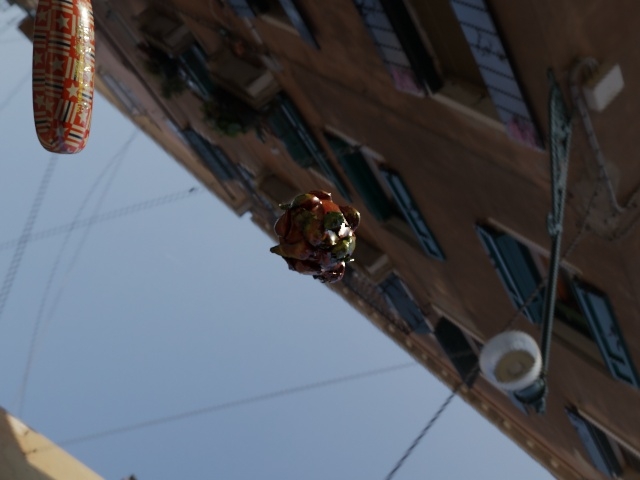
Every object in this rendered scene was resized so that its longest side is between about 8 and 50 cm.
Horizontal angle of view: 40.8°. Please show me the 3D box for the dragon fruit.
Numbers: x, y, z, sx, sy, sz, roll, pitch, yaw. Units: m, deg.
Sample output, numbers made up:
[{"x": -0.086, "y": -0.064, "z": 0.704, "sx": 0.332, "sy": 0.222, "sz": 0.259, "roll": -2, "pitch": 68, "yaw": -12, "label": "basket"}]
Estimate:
[{"x": 0.000, "y": 0.000, "z": 1.179, "sx": 0.142, "sy": 0.138, "sz": 0.175, "roll": -29, "pitch": -170, "yaw": -17, "label": "dragon fruit"}]

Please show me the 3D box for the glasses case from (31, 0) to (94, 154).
[{"x": -0.294, "y": -0.197, "z": 0.996, "sx": 0.049, "sy": 0.073, "sz": 0.195, "roll": 6, "pitch": -81, "yaw": 21, "label": "glasses case"}]
